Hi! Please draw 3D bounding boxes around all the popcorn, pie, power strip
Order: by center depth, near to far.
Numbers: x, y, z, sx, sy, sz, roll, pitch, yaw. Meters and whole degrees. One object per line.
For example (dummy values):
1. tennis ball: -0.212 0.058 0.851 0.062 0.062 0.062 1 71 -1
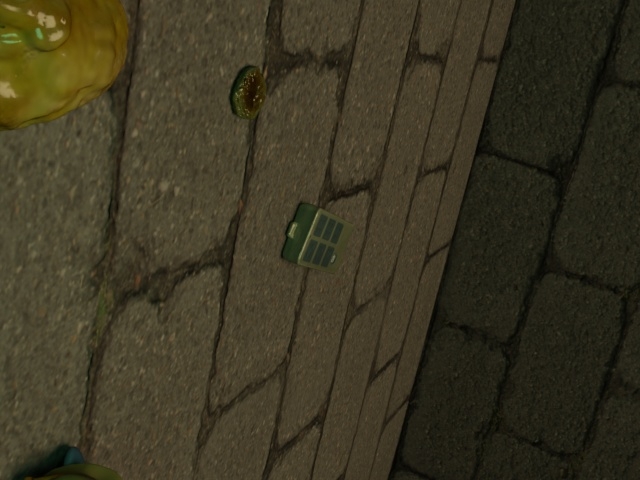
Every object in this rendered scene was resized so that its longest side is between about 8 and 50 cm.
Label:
1. popcorn: -0.252 -0.180 0.597 0.253 0.190 0.191 -46 155 -57
2. pie: -0.105 -0.218 1.172 0.084 0.020 0.084 -51 151 -43
3. power strip: 0.000 0.000 1.596 0.117 0.046 0.270 -71 160 -1

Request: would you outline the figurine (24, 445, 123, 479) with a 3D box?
1. figurine: -0.307 0.396 1.012 0.180 0.154 0.262 -63 157 -52
